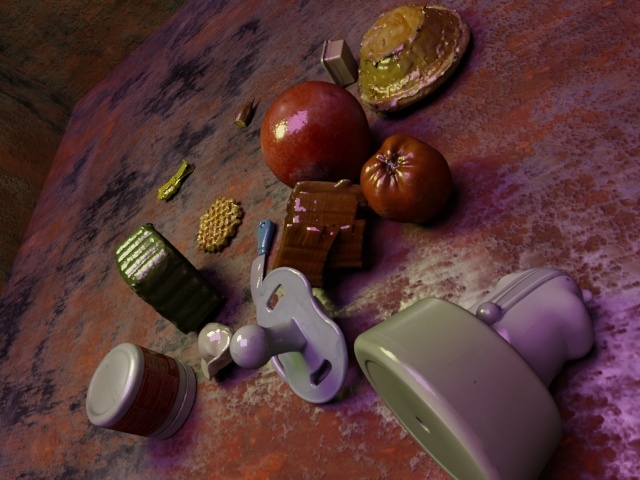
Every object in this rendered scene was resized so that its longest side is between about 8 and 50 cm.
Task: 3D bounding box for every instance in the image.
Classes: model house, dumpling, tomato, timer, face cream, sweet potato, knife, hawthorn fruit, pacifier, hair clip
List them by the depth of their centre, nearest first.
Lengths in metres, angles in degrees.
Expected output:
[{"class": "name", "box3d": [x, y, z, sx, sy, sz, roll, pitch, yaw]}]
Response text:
[{"class": "timer", "box3d": [0.255, 0.161, 0.719, 0.315, 0.291, 0.291, -37, 38, -15]}, {"class": "pacifier", "box3d": [-0.083, 0.197, 0.988, 0.238, 0.225, 0.287, -50, 58, 34]}, {"class": "hawthorn fruit", "box3d": [0.175, -0.119, 1.005, 0.189, 0.189, 0.189, -24, 50, 31]}, {"class": "model house", "box3d": [0.000, -0.002, 1.110, 0.199, 0.219, 0.229, 9, 73, 2]}, {"class": "tomato", "box3d": [-0.010, -0.234, 1.183, 0.265, 0.265, 0.265, -24, 50, 31]}, {"class": "dumpling", "box3d": [-0.253, 0.268, 1.211, 0.169, 0.100, 0.134, 8, 73, 47]}, {"class": "face cream", "box3d": [-0.446, 0.375, 1.253, 0.201, 0.187, 0.201, -24, 50, 31]}, {"class": "knife", "box3d": [-0.159, 0.057, 1.322, 0.058, 0.032, 0.244, -11, 61, 36]}, {"class": "sweet potato", "box3d": [-0.253, -0.443, 1.723, 0.049, 0.049, 0.117, 19, 78, 48]}, {"class": "hair clip", "box3d": [-0.533, -0.216, 1.837, 0.173, 0.046, 0.072, -52, 38, 1]}]

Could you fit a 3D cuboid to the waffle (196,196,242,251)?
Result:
[{"class": "waffle", "box3d": [-0.308, -0.049, 1.519, 0.191, 0.038, 0.191, -24, 50, 31]}]

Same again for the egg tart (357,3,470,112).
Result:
[{"class": "egg tart", "box3d": [0.203, -0.474, 1.248, 0.341, 0.132, 0.341, -25, 47, 30]}]

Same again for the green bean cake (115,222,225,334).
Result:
[{"class": "green bean cake", "box3d": [-0.413, 0.101, 1.347, 0.156, 0.250, 0.247, -46, 40, -9]}]

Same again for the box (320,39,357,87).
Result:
[{"class": "box", "box3d": [0.056, -0.499, 1.417, 0.062, 0.122, 0.089, -7, 59, 28]}]
